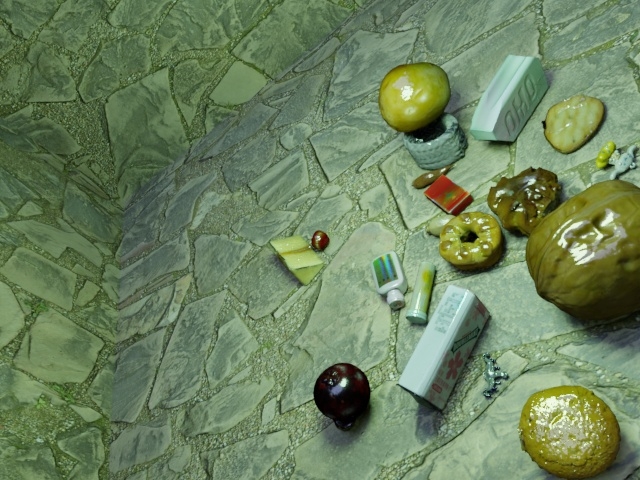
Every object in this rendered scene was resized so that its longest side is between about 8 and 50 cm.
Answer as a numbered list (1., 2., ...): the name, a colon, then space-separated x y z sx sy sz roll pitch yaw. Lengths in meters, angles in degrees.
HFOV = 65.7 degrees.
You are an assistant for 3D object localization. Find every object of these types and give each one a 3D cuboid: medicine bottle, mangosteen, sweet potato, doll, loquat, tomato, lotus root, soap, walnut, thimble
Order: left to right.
1. tomato: 0.000 0.000 2.203 0.075 0.087 0.087 23 75 18
2. mangosteen: 0.077 0.516 1.675 0.209 0.210 0.210 -22 49 27
3. medicine bottle: 0.264 0.151 1.873 0.115 0.078 0.219 -27 46 19
4. loquat: 0.368 -0.565 1.966 0.283 0.276 0.276 -12 49 0
5. medicine bottle: 0.364 0.185 1.775 0.073 0.074 0.218 -3 56 38
6. sweet potato: 0.463 -0.264 2.034 0.194 0.056 0.057 -24 47 20
7. thimble: 0.474 -0.417 2.057 0.245 0.157 0.217 13 70 44
8. lotus root: 0.458 -0.057 1.871 0.150 0.073 0.062 -18 7 30
9. soap: 0.715 -0.520 1.893 0.115 0.208 0.347 26 78 47
10. walnut: 0.768 0.028 1.369 0.398 0.308 0.354 -43 20 9
11. doll: 0.962 -0.256 1.614 0.113 0.071 0.136 9 71 23

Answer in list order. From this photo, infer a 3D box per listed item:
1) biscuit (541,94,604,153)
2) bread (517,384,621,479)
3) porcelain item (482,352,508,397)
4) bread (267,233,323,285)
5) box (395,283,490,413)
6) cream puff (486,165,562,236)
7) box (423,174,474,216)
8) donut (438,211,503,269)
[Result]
1. biscuit: 0.908 -0.422 1.791 0.202 0.041 0.260 5 65 38
2. bread: 0.638 0.491 1.269 0.239 0.139 0.240 -21 49 27
3. porcelain item: 0.532 0.407 1.505 0.075 0.021 0.136 -12 53 34
4. bread: -0.119 0.083 2.228 0.266 0.178 0.142 43 123 51
5. box: 0.387 0.340 1.554 0.112 0.190 0.370 20 73 46
6. cream puff: 0.694 -0.127 1.675 0.240 0.155 0.269 -18 44 23
7. box: 0.499 -0.173 1.937 0.112 0.048 0.175 -42 42 4
8. donut: 0.529 0.002 1.737 0.226 0.114 0.227 -22 48 27
